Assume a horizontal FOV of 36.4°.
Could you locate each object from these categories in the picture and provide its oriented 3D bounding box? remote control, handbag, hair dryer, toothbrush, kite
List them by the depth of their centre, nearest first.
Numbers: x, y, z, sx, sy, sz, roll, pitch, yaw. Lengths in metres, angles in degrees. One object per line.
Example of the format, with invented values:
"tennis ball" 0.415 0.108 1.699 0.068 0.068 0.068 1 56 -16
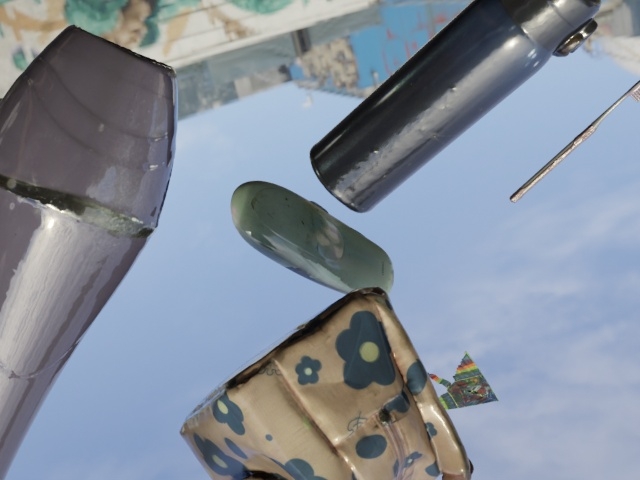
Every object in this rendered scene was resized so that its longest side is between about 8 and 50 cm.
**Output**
"toothbrush" 0.135 -0.051 0.505 0.097 0.008 0.006 -43 179 23
"hair dryer" -0.231 -0.020 0.717 0.121 0.301 0.361 19 -171 -31
"handbag" 0.003 0.178 0.879 0.190 0.193 0.251 -35 176 -28
"kite" 0.153 0.164 1.070 0.090 0.122 0.004 22 -135 -9
"remote control" -0.001 0.001 1.141 0.045 0.256 0.097 -23 -126 40

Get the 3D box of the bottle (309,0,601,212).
"bottle" 0.099 -0.115 0.740 0.244 0.082 0.072 -41 -170 28
